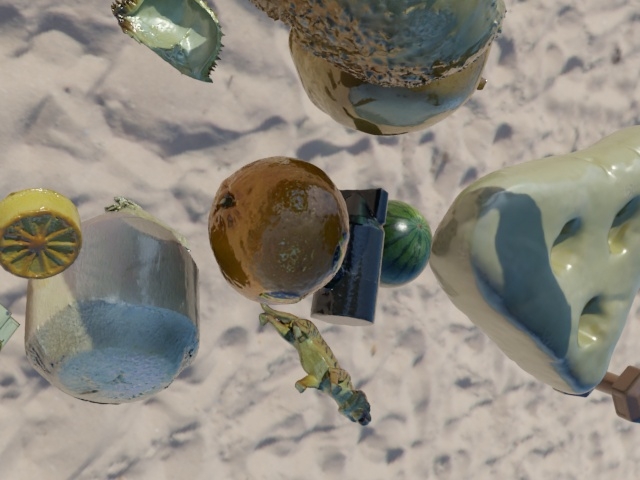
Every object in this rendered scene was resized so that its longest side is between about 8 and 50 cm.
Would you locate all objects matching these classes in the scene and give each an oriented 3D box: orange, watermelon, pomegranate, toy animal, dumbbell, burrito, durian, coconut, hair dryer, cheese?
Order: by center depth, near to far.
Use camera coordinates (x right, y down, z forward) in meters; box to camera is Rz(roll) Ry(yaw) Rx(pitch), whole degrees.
[{"bbox_3d":[0.279,-0.027,1.014,0.328,0.130,0.351,32,82,-40],"label":"cheese"},{"bbox_3d":[-0.050,-0.012,1.018,0.155,0.177,0.177,7,107,-19],"label":"orange"},{"bbox_3d":[-0.247,0.070,1.059,0.224,0.234,0.224,-9,136,-8],"label":"coconut"},{"bbox_3d":[-0.012,0.173,1.271,0.057,0.241,0.099,-41,165,13],"label":"toy animal"},{"bbox_3d":[0.118,-0.298,1.317,0.319,0.319,0.319,-24,126,-38],"label":"pomegranate"},{"bbox_3d":[0.453,0.225,1.393,0.082,0.231,0.092,-18,100,-16],"label":"dumbbell"},{"bbox_3d":[-0.284,-0.020,1.438,0.058,0.188,0.045,-35,144,-40],"label":"burrito"},{"bbox_3d":[0.000,0.000,1.477,0.302,0.116,0.244,24,69,-52],"label":"hair dryer"},{"bbox_3d":[-0.281,-0.401,1.672,0.144,0.252,0.139,-46,-173,43],"label":"durian"},{"bbox_3d":[0.136,0.012,1.852,0.188,0.215,0.188,20,55,-31],"label":"watermelon"}]

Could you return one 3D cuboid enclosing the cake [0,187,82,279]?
[{"bbox_3d":[-0.259,-0.006,0.801,0.084,0.044,0.084,-16,131,-18],"label":"cake"}]

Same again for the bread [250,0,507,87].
[{"bbox_3d":[0.020,-0.250,0.793,0.158,0.305,0.305,-51,142,13],"label":"bread"}]

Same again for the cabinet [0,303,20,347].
[{"bbox_3d":[-0.597,0.129,1.325,0.150,0.145,0.206,-37,107,22],"label":"cabinet"}]

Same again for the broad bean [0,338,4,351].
[{"bbox_3d":[-0.522,0.216,1.163,0.254,0.046,0.065,-42,157,-29],"label":"broad bean"}]
